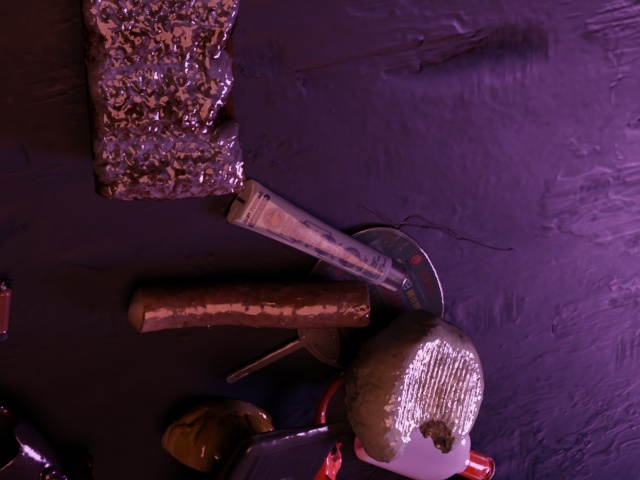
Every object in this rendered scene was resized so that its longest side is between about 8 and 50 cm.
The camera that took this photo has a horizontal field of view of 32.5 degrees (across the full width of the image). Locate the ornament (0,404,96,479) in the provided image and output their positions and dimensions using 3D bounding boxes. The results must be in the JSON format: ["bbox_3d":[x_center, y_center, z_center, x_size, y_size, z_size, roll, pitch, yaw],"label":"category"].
[{"bbox_3d":[-0.432,0.299,1.338,0.251,0.106,0.260,-45,124,9],"label":"ornament"}]

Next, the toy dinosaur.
[{"bbox_3d":[0.008,0.326,1.474,0.070,0.139,0.286,7,120,-19],"label":"toy dinosaur"}]

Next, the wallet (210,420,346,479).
[{"bbox_3d":[-0.074,0.314,1.408,0.168,0.052,0.245,-3,140,-36],"label":"wallet"}]

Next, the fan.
[{"bbox_3d":[0.044,0.116,1.441,0.223,0.012,0.294,28,108,-31],"label":"fan"}]

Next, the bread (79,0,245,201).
[{"bbox_3d":[-0.161,-0.237,1.097,0.165,0.113,0.417,-8,121,-16],"label":"bread"}]

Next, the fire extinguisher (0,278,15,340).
[{"bbox_3d":[-0.368,0.078,1.273,0.028,0.022,0.083,20,117,13],"label":"fire extinguisher"}]

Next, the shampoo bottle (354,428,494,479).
[{"bbox_3d":[0.157,0.296,1.561,0.220,0.051,0.108,26,107,-29],"label":"shampoo bottle"}]

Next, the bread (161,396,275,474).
[{"bbox_3d":[-0.127,0.262,1.427,0.157,0.094,0.083,12,120,-19],"label":"bread"}]

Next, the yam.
[{"bbox_3d":[-0.084,0.080,1.338,0.299,0.066,0.066,-1,121,-11],"label":"yam"}]

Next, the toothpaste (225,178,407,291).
[{"bbox_3d":[0.000,0.000,1.331,0.239,0.039,0.062,26,104,-21],"label":"toothpaste"}]

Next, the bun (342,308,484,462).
[{"bbox_3d":[0.111,0.192,1.425,0.212,0.126,0.204,41,73,-40],"label":"bun"}]
